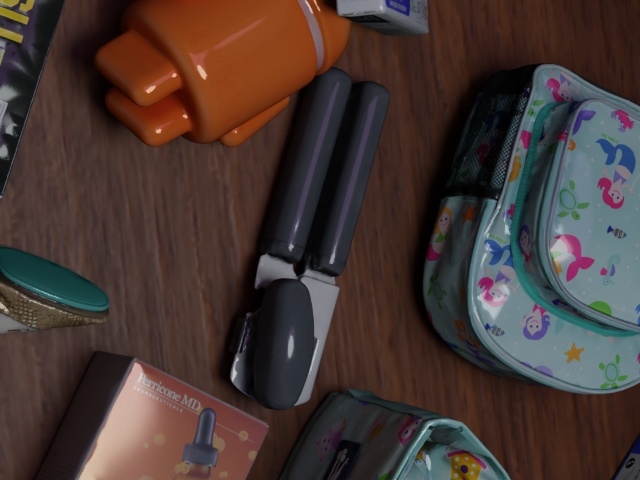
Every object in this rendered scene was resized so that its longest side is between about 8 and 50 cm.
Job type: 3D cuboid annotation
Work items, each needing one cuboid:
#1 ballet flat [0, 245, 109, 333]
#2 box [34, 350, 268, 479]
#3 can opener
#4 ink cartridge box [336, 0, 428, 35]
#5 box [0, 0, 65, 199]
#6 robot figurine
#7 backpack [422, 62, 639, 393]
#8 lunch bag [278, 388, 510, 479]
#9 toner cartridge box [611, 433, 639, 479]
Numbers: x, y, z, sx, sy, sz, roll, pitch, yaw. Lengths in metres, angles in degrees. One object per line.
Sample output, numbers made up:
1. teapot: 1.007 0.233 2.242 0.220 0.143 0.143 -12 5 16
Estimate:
1. ballet flat: -0.261 0.031 1.499 0.206 0.073 0.067 26 107 -20
2. box: -0.142 0.189 1.533 0.130 0.091 0.170 28 80 -22
3. can opener: 0.000 0.000 1.593 0.076 0.095 0.283 18 83 -25
4. ink cartridge box: 0.048 -0.272 1.563 0.045 0.206 0.208 0 91 13
5. box: -0.313 -0.219 1.456 0.257 0.079 0.322 19 83 -25
6. robot figurine: -0.067 -0.159 1.544 0.219 0.128 0.158 -33 101 -20
7. backpack: 0.212 0.001 1.649 0.225 0.191 0.253 24 86 -24
8. lunch bag: 0.058 0.252 1.552 0.160 0.223 0.262 -7 93 -19
9. toner cartridge box: 0.422 0.283 1.802 0.348 0.075 0.165 40 76 -19
